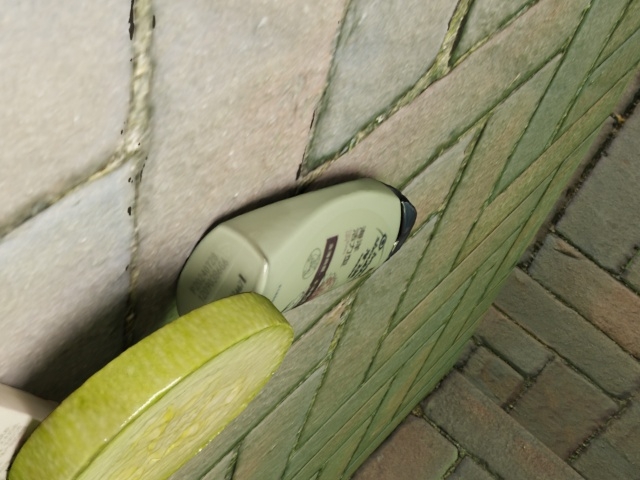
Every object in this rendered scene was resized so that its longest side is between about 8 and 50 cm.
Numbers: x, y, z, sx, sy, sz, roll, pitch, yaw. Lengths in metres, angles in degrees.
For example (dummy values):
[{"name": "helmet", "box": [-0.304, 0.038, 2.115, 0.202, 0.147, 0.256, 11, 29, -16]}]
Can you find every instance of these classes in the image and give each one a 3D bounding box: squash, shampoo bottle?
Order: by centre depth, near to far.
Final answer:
[{"name": "squash", "box": [-0.125, 0.140, 0.786, 0.252, 0.049, 0.252, -38, 162, -15]}, {"name": "shampoo bottle", "box": [0.000, 0.000, 0.989, 0.134, 0.078, 0.359, -59, 162, 24]}]

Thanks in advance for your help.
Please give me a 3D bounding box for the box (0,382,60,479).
[{"name": "box", "box": [-0.307, 0.205, 0.668, 0.273, 0.048, 0.265, -46, 165, -9]}]
